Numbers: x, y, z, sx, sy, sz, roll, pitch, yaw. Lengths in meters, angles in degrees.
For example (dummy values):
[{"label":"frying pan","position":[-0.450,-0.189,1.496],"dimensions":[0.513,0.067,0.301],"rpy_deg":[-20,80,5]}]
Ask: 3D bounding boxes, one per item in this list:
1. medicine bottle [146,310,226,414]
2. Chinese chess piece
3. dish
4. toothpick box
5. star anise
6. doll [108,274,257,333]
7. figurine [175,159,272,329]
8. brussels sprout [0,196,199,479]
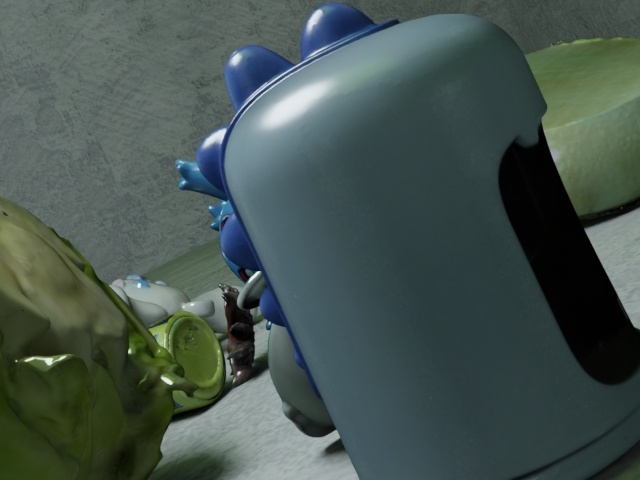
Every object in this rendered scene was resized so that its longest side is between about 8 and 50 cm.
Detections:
[{"label":"medicine bottle","position":[-0.243,0.182,1.397],"dimensions":[0.239,0.124,0.124],"rpy_deg":[-21,8,31]},{"label":"Chinese chess piece","position":[0.331,-0.153,1.474],"dimensions":[0.349,0.146,0.349],"rpy_deg":[-16,25,7]},{"label":"dish","position":[0.046,0.084,0.939],"dimensions":[0.224,0.246,0.078],"rpy_deg":[-56,40,2]},{"label":"toothpick box","position":[0.063,0.000,0.775],"dimensions":[0.263,0.354,0.263],"rpy_deg":[-24,7,3]},{"label":"star anise","position":[-0.107,0.122,1.409],"dimensions":[0.042,0.141,0.141],"rpy_deg":[-6,6,-5]},{"label":"doll","position":[-0.325,0.132,1.634],"dimensions":[0.366,0.187,0.376],"rpy_deg":[-17,-27,22]},{"label":"figurine","position":[-0.032,0.013,1.354],"dimensions":[0.243,0.298,0.416],"rpy_deg":[-22,-4,20]},{"label":"brussels sprout","position":[-0.367,0.142,1.002],"dimensions":[0.361,0.425,0.342],"rpy_deg":[-44,17,8]}]
